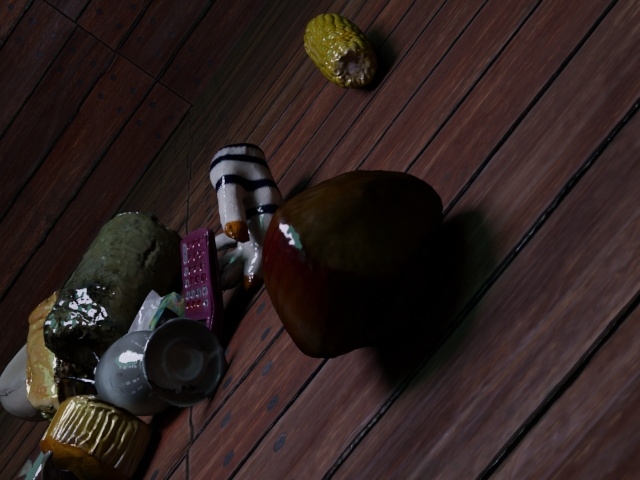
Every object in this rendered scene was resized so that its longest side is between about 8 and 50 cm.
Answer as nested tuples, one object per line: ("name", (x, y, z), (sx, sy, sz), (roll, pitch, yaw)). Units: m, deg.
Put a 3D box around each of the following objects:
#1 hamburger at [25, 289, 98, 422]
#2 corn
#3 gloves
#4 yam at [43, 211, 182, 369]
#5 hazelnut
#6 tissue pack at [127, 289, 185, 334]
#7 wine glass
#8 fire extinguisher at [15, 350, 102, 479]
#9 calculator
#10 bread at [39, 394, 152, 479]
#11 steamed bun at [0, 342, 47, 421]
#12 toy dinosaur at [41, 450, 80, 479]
("hamburger", (-0.494, 0.240, 1.715), (0.131, 0.124, 0.262), (-22, 59, 26))
("corn", (0.036, -0.316, 1.494), (0.101, 0.101, 0.310), (-52, 23, 11))
("gloves", (-0.107, -0.028, 1.335), (0.140, 0.131, 0.219), (-52, 50, 55))
("yam", (-0.379, 0.106, 1.675), (0.195, 0.195, 0.300), (-41, 21, 39))
("hazelnut", (0.038, 0.016, 0.830), (0.201, 0.161, 0.170), (-21, 3, -44))
("tissue pack", (-0.272, 0.144, 1.500), (0.085, 0.079, 0.111), (-26, 33, 56))
("wine glass", (-0.234, 0.183, 1.261), (0.241, 0.126, 0.126), (-26, 34, 55))
("fire extinguisher", (-0.428, 0.343, 1.471), (0.138, 0.102, 0.344), (14, 64, 25))
("calculator", (-0.172, 0.080, 1.306), (0.126, 0.034, 0.191), (163, 106, -64))
("bread", (-0.325, 0.292, 1.288), (0.190, 0.132, 0.114), (-33, 29, 56))
("steamed bun", (-0.552, 0.283, 1.879), (0.232, 0.145, 0.232), (-34, 23, 17))
("toy dinosaur", (-0.381, 0.394, 1.207), (0.162, 0.077, 0.294), (-54, -3, -40))
